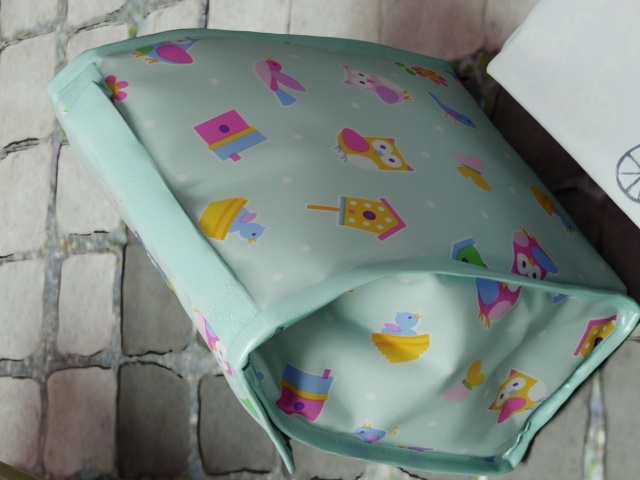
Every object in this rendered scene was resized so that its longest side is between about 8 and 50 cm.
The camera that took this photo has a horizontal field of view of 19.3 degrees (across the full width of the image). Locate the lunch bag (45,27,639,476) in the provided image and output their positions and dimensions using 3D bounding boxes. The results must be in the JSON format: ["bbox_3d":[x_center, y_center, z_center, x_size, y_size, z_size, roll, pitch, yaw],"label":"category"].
[{"bbox_3d":[0.000,0.000,0.979,0.160,0.262,0.223,-55,50,25],"label":"lunch bag"}]

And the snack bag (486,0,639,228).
[{"bbox_3d":[0.258,-0.128,0.850,0.342,0.037,0.323,-53,46,18],"label":"snack bag"}]

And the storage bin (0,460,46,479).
[{"bbox_3d":[-0.192,0.232,1.154,0.262,0.260,0.123,30,88,44],"label":"storage bin"}]
